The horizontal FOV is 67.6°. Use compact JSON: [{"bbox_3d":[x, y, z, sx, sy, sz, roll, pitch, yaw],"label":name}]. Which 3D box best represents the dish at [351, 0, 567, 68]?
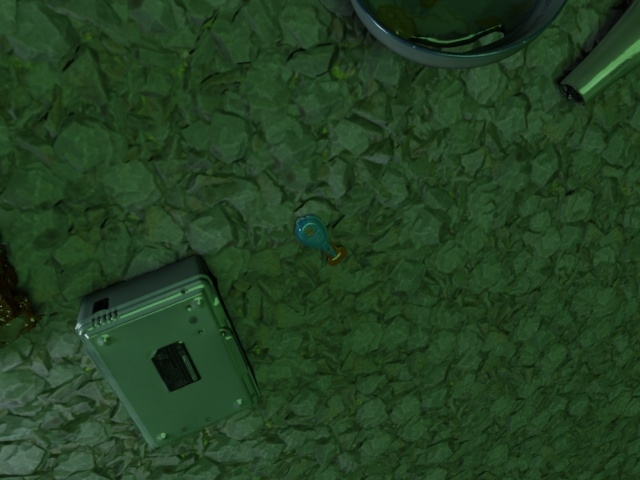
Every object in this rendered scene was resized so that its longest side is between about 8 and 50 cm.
[{"bbox_3d":[0.164,-0.324,0.617,0.274,0.134,0.273,0,79,2],"label":"dish"}]

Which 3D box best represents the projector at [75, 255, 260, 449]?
[{"bbox_3d":[-0.213,0.172,0.716,0.192,0.099,0.256,-22,118,-11],"label":"projector"}]

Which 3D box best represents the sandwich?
[{"bbox_3d":[-0.473,0.101,0.600,0.235,0.079,0.159,-34,119,-4],"label":"sandwich"}]

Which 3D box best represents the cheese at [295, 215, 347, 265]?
[{"bbox_3d":[0.000,0.000,0.766,0.047,0.017,0.111,-43,120,5],"label":"cheese"}]

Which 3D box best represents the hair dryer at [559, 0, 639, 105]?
[{"bbox_3d":[0.544,-0.294,0.804,0.296,0.119,0.298,-27,132,0],"label":"hair dryer"}]
